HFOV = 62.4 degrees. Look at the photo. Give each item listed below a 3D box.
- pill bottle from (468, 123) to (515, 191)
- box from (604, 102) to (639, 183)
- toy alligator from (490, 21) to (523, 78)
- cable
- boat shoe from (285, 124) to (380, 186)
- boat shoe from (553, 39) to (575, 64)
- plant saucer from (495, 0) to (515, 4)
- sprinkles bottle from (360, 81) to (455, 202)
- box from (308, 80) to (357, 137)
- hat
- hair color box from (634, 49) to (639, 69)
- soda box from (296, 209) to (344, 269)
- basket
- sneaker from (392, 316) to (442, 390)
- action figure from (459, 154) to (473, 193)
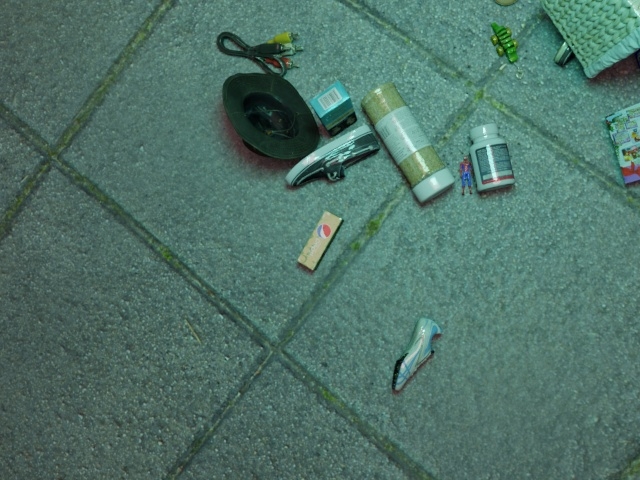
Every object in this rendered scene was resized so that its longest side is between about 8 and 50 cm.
[{"bbox_3d":[0.487,-0.238,1.522,0.108,0.108,0.180,-12,86,9],"label":"pill bottle"},{"bbox_3d":[0.927,-0.288,1.383,0.293,0.057,0.201,-20,83,52],"label":"box"},{"bbox_3d":[0.552,-0.564,1.550,0.056,0.051,0.189,-26,84,8],"label":"toy alligator"},{"bbox_3d":[-0.195,-0.598,1.693,0.287,0.072,0.139,10,107,22],"label":"cable"},{"bbox_3d":[0.039,-0.231,1.605,0.301,0.108,0.102,-30,82,0],"label":"boat shoe"},{"bbox_3d":[0.788,-0.595,1.488,0.285,0.103,0.092,-43,77,0],"label":"boat shoe"},{"bbox_3d":[0.553,-0.739,1.575,0.083,0.015,0.083,0,88,9],"label":"plant saucer"},{"bbox_3d":[0.255,-0.288,1.556,0.121,0.121,0.355,-31,83,7],"label":"sprinkles bottle"},{"bbox_3d":[0.042,-0.374,1.533,0.100,0.244,0.060,-34,83,7],"label":"box"},{"bbox_3d":[-0.166,-0.352,1.614,0.331,0.331,0.134,52,140,8],"label":"hat"},{"bbox_3d":[1.020,-0.405,1.438,0.185,0.110,0.338,-17,87,11],"label":"hair color box"},{"bbox_3d":[0.000,0.000,1.622,0.061,0.058,0.181,30,92,9],"label":"soda box"},{"bbox_3d":[0.774,-0.629,1.279,0.328,0.331,0.266,-37,90,4],"label":"basket"},{"bbox_3d":[0.280,0.342,1.551,0.086,0.085,0.237,27,96,2],"label":"sneaker"},{"bbox_3d":[0.434,-0.196,1.571,0.038,0.030,0.115,-4,85,15],"label":"action figure"}]
